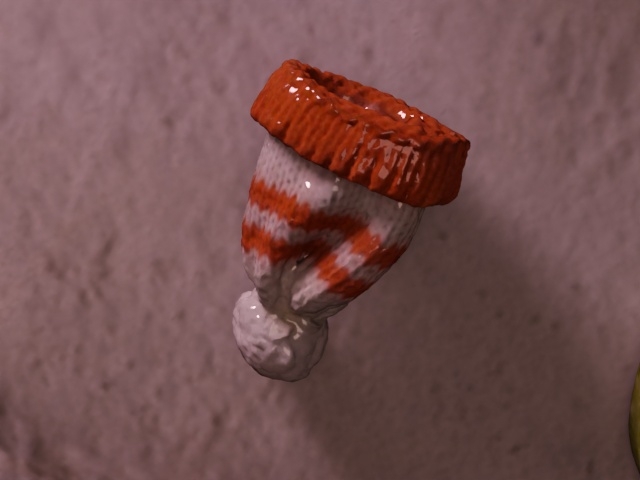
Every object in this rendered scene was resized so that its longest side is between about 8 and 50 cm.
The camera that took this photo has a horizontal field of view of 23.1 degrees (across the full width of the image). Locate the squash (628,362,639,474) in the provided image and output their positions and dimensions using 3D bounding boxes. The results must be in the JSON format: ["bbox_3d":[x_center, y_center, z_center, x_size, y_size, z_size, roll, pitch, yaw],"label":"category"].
[{"bbox_3d":[0.276,0.097,0.828,0.219,0.041,0.219,0,99,-1],"label":"squash"}]

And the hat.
[{"bbox_3d":[0.000,0.000,0.784,0.112,0.093,0.162,30,105,20],"label":"hat"}]
